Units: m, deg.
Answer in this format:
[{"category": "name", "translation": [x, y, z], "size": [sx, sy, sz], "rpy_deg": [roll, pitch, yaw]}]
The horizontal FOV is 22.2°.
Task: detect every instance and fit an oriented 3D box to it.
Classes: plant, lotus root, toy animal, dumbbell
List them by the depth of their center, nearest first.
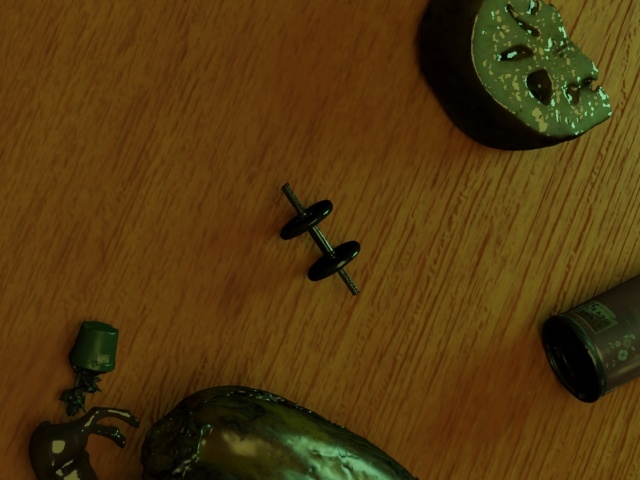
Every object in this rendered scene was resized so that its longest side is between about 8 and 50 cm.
[{"category": "toy animal", "translation": [-0.258, 0.289, 1.691], "size": [0.186, 0.094, 0.214], "rpy_deg": [-23, 99, -28]}, {"category": "plant", "translation": [-0.243, 0.138, 1.711], "size": [0.051, 0.051, 0.102], "rpy_deg": [14, 99, -20]}, {"category": "lotus root", "translation": [-0.015, 0.285, 1.712], "size": [0.397, 0.179, 0.196], "rpy_deg": [34, 69, -29]}, {"category": "dumbbell", "translation": [0.000, 0.000, 1.788], "size": [0.069, 0.069, 0.147], "rpy_deg": [-38, 102, -16]}, {"category": "lotus root", "translation": [0.213, -0.189, 1.841], "size": [0.138, 0.119, 0.235], "rpy_deg": [-47, 108, -14]}]

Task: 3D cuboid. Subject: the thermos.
[{"category": "thermos", "translation": [0.434, 0.087, 1.932], "size": [0.330, 0.109, 0.136], "rpy_deg": [-24, 99, -19]}]
